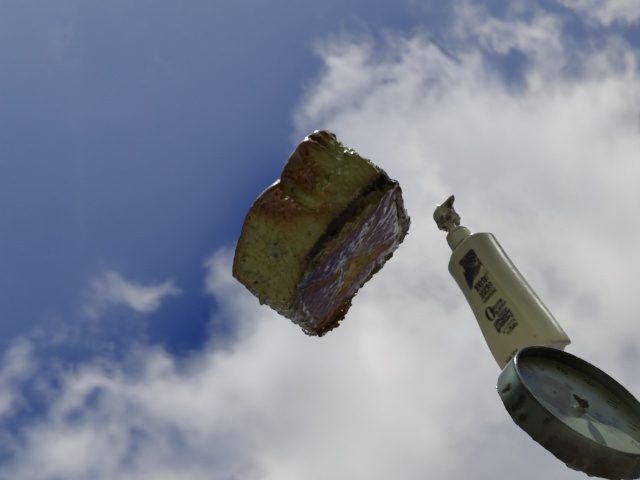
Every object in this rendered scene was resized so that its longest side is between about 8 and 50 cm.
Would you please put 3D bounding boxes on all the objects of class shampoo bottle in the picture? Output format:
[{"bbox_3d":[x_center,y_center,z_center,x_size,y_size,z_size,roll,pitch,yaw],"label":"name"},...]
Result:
[{"bbox_3d":[0.108,0.029,0.707,0.049,0.034,0.141,106,-33,-42],"label":"shampoo bottle"}]

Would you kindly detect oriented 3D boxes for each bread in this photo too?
[{"bbox_3d":[0.000,0.000,0.790,0.069,0.140,0.128,35,-98,22],"label":"bread"}]

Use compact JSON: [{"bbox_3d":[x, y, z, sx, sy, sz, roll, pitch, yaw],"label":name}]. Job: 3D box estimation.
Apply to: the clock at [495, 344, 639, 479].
[{"bbox_3d":[0.127,0.083,0.542,0.085,0.085,0.017,38,-64,21],"label":"clock"}]
